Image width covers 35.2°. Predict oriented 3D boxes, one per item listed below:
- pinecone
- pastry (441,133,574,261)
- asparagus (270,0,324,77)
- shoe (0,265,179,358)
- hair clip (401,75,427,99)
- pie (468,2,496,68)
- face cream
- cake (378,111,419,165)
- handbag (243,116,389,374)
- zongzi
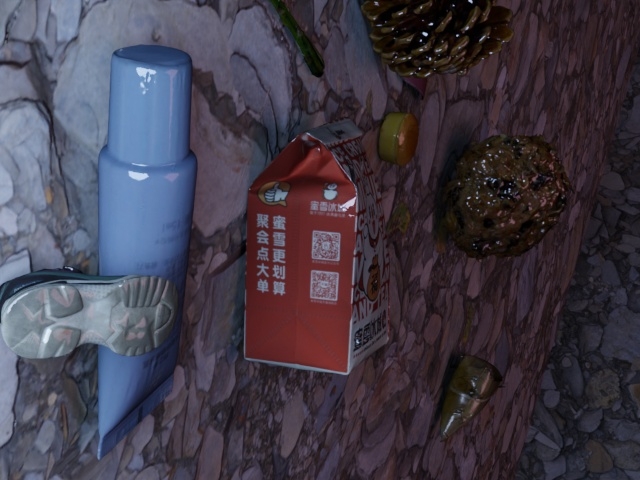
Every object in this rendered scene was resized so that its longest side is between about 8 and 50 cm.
[{"bbox_3d":[0.149,-0.308,1.357,0.185,0.169,0.212,-37,153,12],"label":"pinecone"},{"bbox_3d":[0.339,-0.093,1.910,0.193,0.274,0.275,-114,-171,-45],"label":"pastry"},{"bbox_3d":[-0.034,-0.252,1.161,0.023,0.022,0.233,-30,155,4],"label":"asparagus"},{"bbox_3d":[-0.204,0.052,0.847,0.169,0.099,0.071,-1,106,-43],"label":"shoe"},{"bbox_3d":[0.152,-0.261,1.584,0.137,0.022,0.054,26,75,-67],"label":"hair clip"},{"bbox_3d":[0.227,-0.372,1.617,0.205,0.084,0.179,-54,146,-40],"label":"pie"},{"bbox_3d":[-0.163,0.014,0.933,0.135,0.086,0.385,-43,145,-58],"label":"face cream"},{"bbox_3d":[0.121,-0.156,1.541,0.084,0.044,0.084,-39,135,-55],"label":"cake"},{"bbox_3d":[0.000,0.000,1.235,0.171,0.151,0.298,-23,116,-67],"label":"handbag"},{"bbox_3d":[0.325,0.354,2.227,0.197,0.099,0.194,-65,156,0],"label":"zongzi"}]
